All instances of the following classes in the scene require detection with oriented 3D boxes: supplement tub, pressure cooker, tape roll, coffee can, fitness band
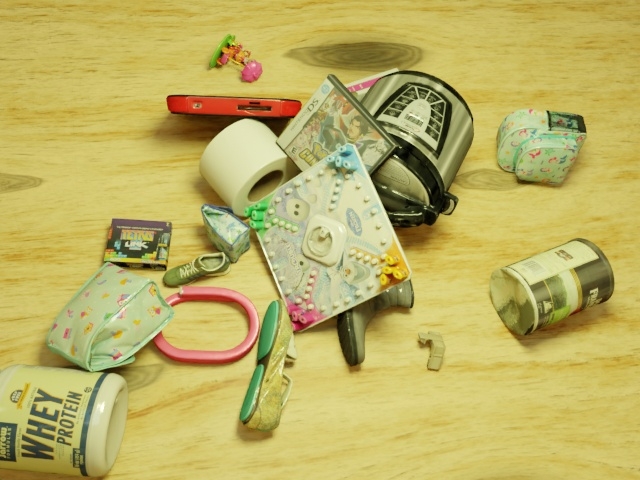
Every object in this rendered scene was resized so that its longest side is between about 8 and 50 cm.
[{"bbox_3d":[-0.633,0.412,1.451,0.325,0.235,0.235,7,61,-4],"label":"supplement tub"},{"bbox_3d":[0.226,-0.237,1.842,0.375,0.370,0.420,51,58,-32],"label":"pressure cooker"},{"bbox_3d":[-0.209,-0.213,1.838,0.246,0.246,0.169,-34,72,-22],"label":"tape roll"},{"bbox_3d":[0.655,0.129,1.791,0.275,0.201,0.201,-19,66,-16],"label":"coffee can"},{"bbox_3d":[-0.310,0.228,1.697,0.291,0.054,0.209,3,62,-5],"label":"fitness band"}]

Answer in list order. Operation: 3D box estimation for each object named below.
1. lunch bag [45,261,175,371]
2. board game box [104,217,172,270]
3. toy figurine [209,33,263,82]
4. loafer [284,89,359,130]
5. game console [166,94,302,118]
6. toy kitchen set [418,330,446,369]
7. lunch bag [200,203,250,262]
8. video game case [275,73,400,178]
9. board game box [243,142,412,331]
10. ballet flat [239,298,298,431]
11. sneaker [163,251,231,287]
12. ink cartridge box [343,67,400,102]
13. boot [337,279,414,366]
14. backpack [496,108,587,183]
[{"bbox_3d":[-0.539,0.206,1.578,0.223,0.160,0.262,13,51,39],"label":"lunch bag"},{"bbox_3d":[-0.516,0.011,1.789,0.170,0.048,0.141,3,63,-6],"label":"board game box"},{"bbox_3d":[-0.267,-0.609,2.138,0.159,0.130,0.173,33,37,-5],"label":"toy figurine"},{"bbox_3d":[0.001,-0.350,1.786,0.251,0.087,0.094,-40,27,2],"label":"loafer"},{"bbox_3d":[-0.259,-0.408,1.912,0.387,0.342,0.060,1,102,-7],"label":"game console"},{"bbox_3d":[0.300,0.301,1.749,0.068,0.075,0.083,10,21,-5],"label":"toy kitchen set"},{"bbox_3d":[-0.277,-0.028,1.795,0.151,0.129,0.096,35,65,14],"label":"lunch bag"},{"bbox_3d":[0.038,-0.260,1.683,0.275,0.248,0.035,50,27,14],"label":"video game case"},{"bbox_3d":[0.000,0.000,1.671,0.050,0.390,0.389,-4,68,-59],"label":"board game box"},{"bbox_3d":[-0.118,0.328,1.645,0.123,0.123,0.348,13,60,-1],"label":"ballet flat"},{"bbox_3d":[-0.346,0.073,1.755,0.192,0.086,0.064,-13,64,-14],"label":"sneaker"},{"bbox_3d":[0.091,-0.429,2.030,0.371,0.175,0.069,-24,67,-18],"label":"ink cartridge box"},{"bbox_3d":[0.161,0.181,1.753,0.223,0.118,0.338,2,66,-12],"label":"boot"},{"bbox_3d":[0.696,-0.305,2.018,0.254,0.225,0.191,12,56,4],"label":"backpack"}]
